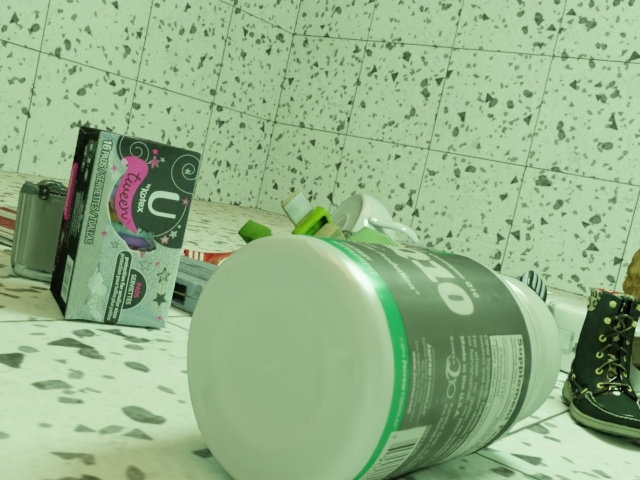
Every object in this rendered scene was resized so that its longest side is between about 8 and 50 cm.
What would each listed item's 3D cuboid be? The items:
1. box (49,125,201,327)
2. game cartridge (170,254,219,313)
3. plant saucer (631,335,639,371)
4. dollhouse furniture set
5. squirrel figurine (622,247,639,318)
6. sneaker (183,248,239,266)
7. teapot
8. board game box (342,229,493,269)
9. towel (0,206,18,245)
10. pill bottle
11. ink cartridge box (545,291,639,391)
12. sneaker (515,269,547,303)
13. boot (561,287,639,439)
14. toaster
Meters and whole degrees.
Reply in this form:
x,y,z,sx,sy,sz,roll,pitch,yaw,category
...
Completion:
x,y,z,sx,sy,sz,roll,pitch,yaw,category
-0.271,-0.021,1.033,0.142,0.247,0.163,9,6,-28,box
-0.219,0.072,1.283,0.294,0.060,0.196,16,9,38,game cartridge
0.602,0.229,1.151,0.278,0.041,0.278,29,-4,2,plant saucer
0.000,0.000,1.581,0.302,0.197,0.151,22,-28,54,dollhouse furniture set
0.821,0.147,1.482,0.370,0.281,0.397,42,-26,-16,squirrel figurine
-0.206,0.039,1.510,0.128,0.086,0.221,15,4,13,sneaker
0.121,0.008,1.997,0.187,0.252,0.256,35,16,-19,teapot
0.199,0.083,1.704,0.232,0.141,0.291,10,5,-29,board game box
-0.593,-0.024,1.548,0.237,0.037,0.329,16,7,17,towel
0.073,0.107,0.695,0.204,0.204,0.361,16,6,39,pill bottle
0.503,0.185,1.428,0.207,0.117,0.283,8,7,-41,ink cartridge box
0.343,0.153,1.348,0.098,0.223,0.083,-25,-67,41,sneaker
0.405,0.164,1.041,0.085,0.178,0.236,12,5,4,boot
-0.420,-0.016,1.207,0.129,0.146,0.227,11,4,-9,toaster
